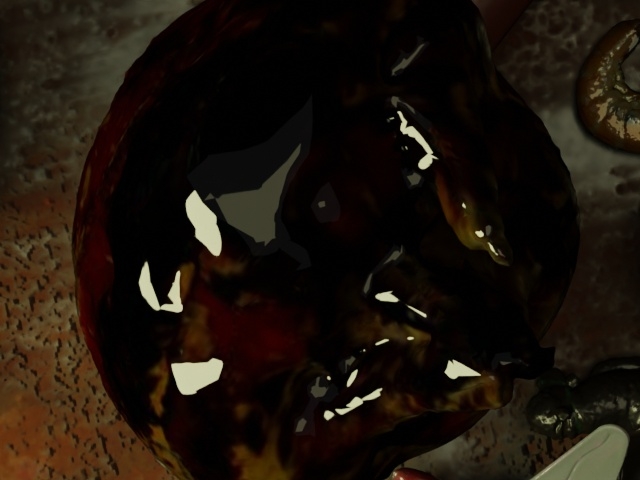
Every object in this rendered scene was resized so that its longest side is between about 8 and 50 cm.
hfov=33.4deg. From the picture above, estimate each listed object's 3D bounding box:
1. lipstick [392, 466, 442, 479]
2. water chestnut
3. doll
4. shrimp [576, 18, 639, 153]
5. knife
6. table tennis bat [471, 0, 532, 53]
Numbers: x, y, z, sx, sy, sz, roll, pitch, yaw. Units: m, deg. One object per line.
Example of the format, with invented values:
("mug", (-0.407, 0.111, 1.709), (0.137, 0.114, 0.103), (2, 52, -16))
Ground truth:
("lipstick", (0.120, 0.196, 0.646), (0.186, 0.057, 0.063), (38, 118, 5))
("water chestnut", (0.000, 0.000, 0.551), (0.289, 0.244, 0.289), (0, 88, 2))
("doll", (0.197, 0.142, 0.638), (0.165, 0.057, 0.139), (22, 76, 14))
("shrimp", (0.222, -0.085, 0.658), (0.127, 0.025, 0.091), (31, 89, 3))
("knife", (0.086, 0.188, 0.617), (0.244, 0.032, 0.058), (-38, 89, 20))
("table tennis bat", (0.193, -0.257, 0.650), (0.268, 0.051, 0.415), (41, 87, 0))
